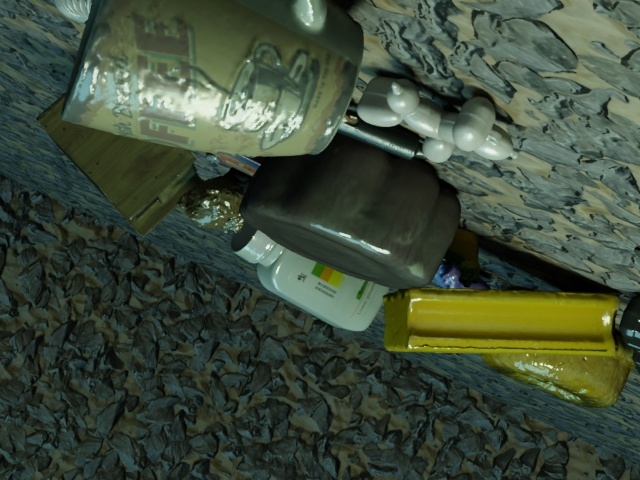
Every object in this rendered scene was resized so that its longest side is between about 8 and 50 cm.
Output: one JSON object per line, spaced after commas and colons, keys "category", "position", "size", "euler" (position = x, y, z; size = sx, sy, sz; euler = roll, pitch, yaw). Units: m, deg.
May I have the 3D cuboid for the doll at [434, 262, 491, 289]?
{"category": "doll", "position": [0.233, 0.073, 2.281], "size": [0.110, 0.067, 0.206], "euler": [42, 174, -30]}

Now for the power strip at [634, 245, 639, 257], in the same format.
{"category": "power strip", "position": [0.517, 0.101, 1.592], "size": [0.251, 0.092, 0.257], "euler": [13, 169, 40]}

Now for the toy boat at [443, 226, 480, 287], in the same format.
{"category": "toy boat", "position": [0.171, 0.020, 2.065], "size": [0.089, 0.088, 0.229], "euler": [31, 169, -35]}

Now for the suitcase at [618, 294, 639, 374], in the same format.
{"category": "suitcase", "position": [0.553, 0.174, 1.968], "size": [0.206, 0.066, 0.285], "euler": [22, 170, 24]}

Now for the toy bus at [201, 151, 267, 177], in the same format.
{"category": "toy bus", "position": [-0.108, -0.137, 2.033], "size": [0.192, 0.065, 0.077], "euler": [26, 160, -1]}

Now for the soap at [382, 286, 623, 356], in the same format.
{"category": "soap", "position": [0.265, 0.122, 1.998], "size": [0.324, 0.096, 0.204], "euler": [2, 176, -8]}

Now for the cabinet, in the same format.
{"category": "cabinet", "position": [-0.306, -0.142, 2.109], "size": [0.215, 0.148, 0.175], "euler": [47, 173, 7]}

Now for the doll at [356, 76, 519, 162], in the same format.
{"category": "doll", "position": [0.132, -0.128, 1.447], "size": [0.161, 0.059, 0.160], "euler": [29, 171, -18]}

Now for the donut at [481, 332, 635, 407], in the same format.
{"category": "donut", "position": [0.398, 0.189, 2.247], "size": [0.261, 0.128, 0.208], "euler": [22, 170, -5]}

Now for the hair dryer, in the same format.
{"category": "hair dryer", "position": [0.028, -0.142, 1.658], "size": [0.255, 0.070, 0.128], "euler": [22, 172, -8]}

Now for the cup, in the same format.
{"category": "cup", "position": [-0.083, -0.210, 1.261], "size": [0.257, 0.227, 0.301], "euler": [15, 144, -14]}

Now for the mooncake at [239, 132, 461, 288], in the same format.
{"category": "mooncake", "position": [0.044, -0.044, 1.851], "size": [0.306, 0.154, 0.306], "euler": [26, 171, 4]}

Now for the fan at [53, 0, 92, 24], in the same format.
{"category": "fan", "position": [-0.248, -0.280, 1.600], "size": [0.130, 0.074, 0.244], "euler": [15, 177, -6]}

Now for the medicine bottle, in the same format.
{"category": "medicine bottle", "position": [-0.017, 0.042, 2.463], "size": [0.296, 0.161, 0.111], "euler": [32, 168, -23]}

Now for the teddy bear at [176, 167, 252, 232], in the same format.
{"category": "teddy bear", "position": [-0.105, -0.073, 2.151], "size": [0.251, 0.129, 0.182], "euler": [-2, 159, -35]}
